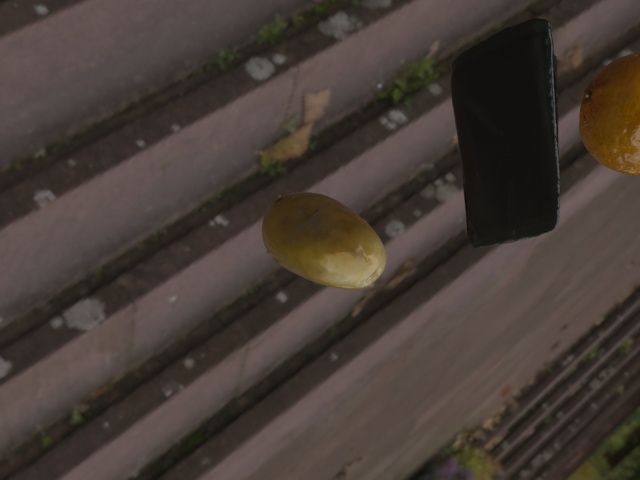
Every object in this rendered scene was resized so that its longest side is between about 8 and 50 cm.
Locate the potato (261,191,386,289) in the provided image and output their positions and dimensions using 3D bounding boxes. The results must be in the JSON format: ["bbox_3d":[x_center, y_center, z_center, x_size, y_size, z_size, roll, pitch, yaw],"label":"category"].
[{"bbox_3d":[0.000,0.000,1.571,0.150,0.234,0.146,-32,123,-29],"label":"potato"}]

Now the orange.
[{"bbox_3d":[0.458,-0.183,1.445,0.155,0.177,0.177,-4,146,-24],"label":"orange"}]

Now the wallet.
[{"bbox_3d":[0.219,-0.119,1.167,0.052,0.245,0.169,1,172,-29],"label":"wallet"}]
